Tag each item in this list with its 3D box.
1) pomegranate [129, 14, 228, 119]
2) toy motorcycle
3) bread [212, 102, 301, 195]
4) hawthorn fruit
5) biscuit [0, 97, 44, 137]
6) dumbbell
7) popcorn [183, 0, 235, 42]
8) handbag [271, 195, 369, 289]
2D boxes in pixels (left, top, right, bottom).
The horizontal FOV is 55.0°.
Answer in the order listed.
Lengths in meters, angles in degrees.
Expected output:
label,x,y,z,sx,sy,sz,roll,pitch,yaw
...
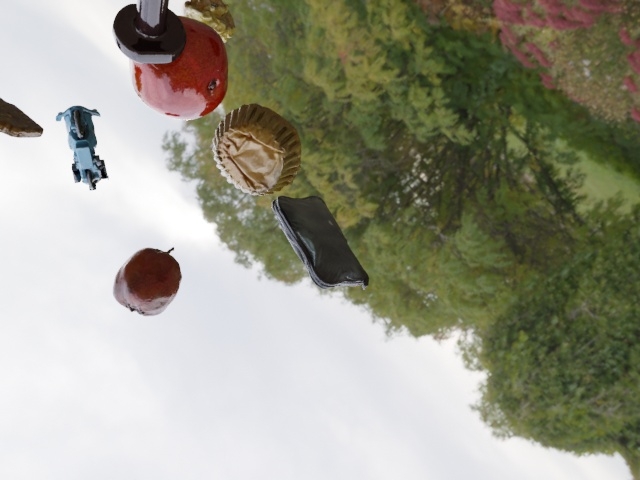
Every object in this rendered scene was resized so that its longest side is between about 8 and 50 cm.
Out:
label,x,y,z,sx,sy,sz,roll,pitch,yaw
pomegranate,-0.318,-0.383,1.349,0.256,0.221,0.221,43,-170,37
toy motorcycle,-0.698,-0.284,1.808,0.123,0.272,0.182,-10,-136,-17
bread,-0.167,-0.222,1.546,0.240,0.240,0.139,44,-155,-4
hawthorn fruit,-0.541,0.114,1.964,0.205,0.205,0.253,38,-123,-27
biscuit,-0.825,-0.323,1.495,0.301,0.043,0.278,30,-165,-35
dumbbell,-0.299,-0.430,1.099,0.140,0.225,0.124,-7,-110,-21
popcorn,-0.354,-0.695,1.936,0.180,0.170,0.180,17,-131,-21
handbag,0.001,0.002,1.697,0.191,0.075,0.332,-3,-128,-45
